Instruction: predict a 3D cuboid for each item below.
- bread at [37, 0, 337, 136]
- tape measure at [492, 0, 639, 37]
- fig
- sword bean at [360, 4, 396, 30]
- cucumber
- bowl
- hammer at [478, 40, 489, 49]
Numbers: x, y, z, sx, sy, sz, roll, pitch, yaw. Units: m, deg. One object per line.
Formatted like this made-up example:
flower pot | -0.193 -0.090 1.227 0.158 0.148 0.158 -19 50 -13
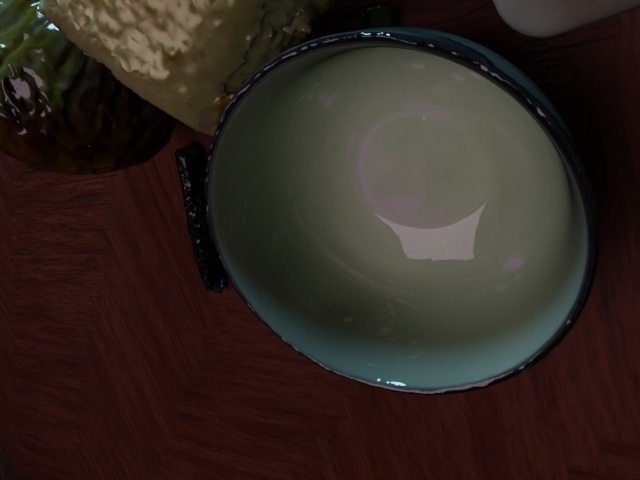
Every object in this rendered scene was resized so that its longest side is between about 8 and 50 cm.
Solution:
bread | -0.069 -0.287 0.602 0.236 0.165 0.375 38 118 -8
tape measure | 0.227 -0.286 0.447 0.271 0.133 0.231 -7 118 42
fig | -0.275 -0.260 0.803 0.286 0.286 0.368 47 132 8
sword bean | 0.072 -0.125 0.754 0.043 0.038 0.269 38 142 54
cucumber | -0.185 -0.025 1.044 0.044 0.043 0.256 20 129 38
bowl | 0.084 -0.046 0.653 0.354 0.185 0.353 11 124 17
hammer | 0.128 -0.168 0.689 0.110 0.019 0.035 -10 109 47
